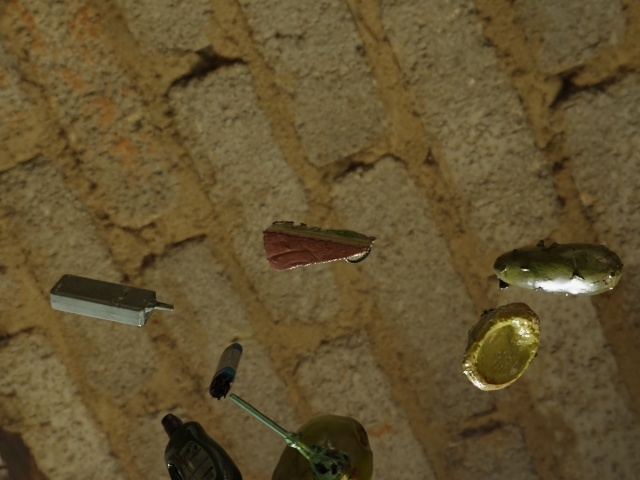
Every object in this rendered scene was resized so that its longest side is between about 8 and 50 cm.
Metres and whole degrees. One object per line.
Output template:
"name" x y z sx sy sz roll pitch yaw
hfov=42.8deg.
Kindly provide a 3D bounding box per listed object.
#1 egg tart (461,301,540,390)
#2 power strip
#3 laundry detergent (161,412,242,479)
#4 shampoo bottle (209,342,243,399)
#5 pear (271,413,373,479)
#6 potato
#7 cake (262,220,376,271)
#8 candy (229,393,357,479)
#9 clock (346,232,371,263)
"egg tart" 0.560 0.326 2.597 0.120 0.315 0.315 33 157 55
"power strip" -0.485 0.142 1.919 0.093 0.287 0.053 -67 -14 -60
"laundry detergent" -0.255 0.439 1.620 0.221 0.144 0.078 41 -159 32
"shampoo bottle" -0.236 0.330 2.033 0.050 0.087 0.183 34 -160 -9
"pear" -0.003 0.711 2.531 0.287 0.375 0.287 55 175 7
"potato" 0.424 0.050 1.465 0.117 0.225 0.090 63 -146 -49
"cake" -0.001 0.021 1.653 0.109 0.225 0.090 -31 -54 -70
"candy" -0.059 0.398 1.641 0.305 0.083 0.091 37 177 -2
"clock" 0.094 0.021 2.118 0.017 0.085 0.085 48 173 50
